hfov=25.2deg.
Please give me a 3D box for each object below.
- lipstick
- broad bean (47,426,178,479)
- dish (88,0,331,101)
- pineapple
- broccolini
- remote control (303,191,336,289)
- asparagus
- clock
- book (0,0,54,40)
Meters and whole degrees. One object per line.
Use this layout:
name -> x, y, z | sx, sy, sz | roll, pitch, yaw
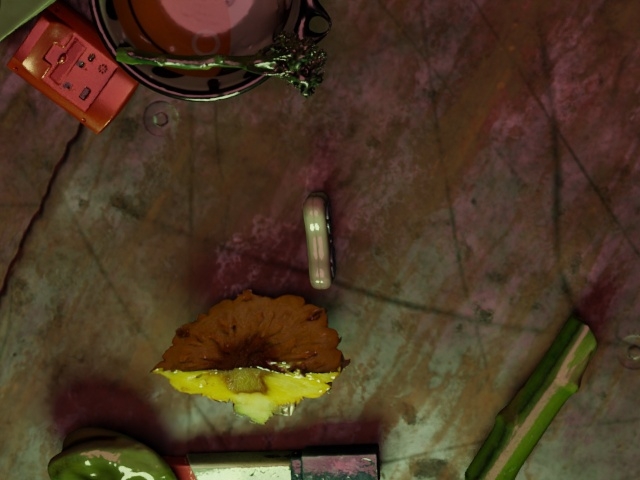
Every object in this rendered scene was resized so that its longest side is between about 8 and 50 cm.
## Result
lipstick -> -0.077, 0.309, 1.932 | 0.312, 0.051, 0.051 | -3, 101, 6
broad bean -> -0.264, 0.332, 1.933 | 0.207, 0.072, 0.153 | 37, 130, -10
dish -> -0.139, -0.317, 1.776 | 0.303, 0.120, 0.303 | 1, 104, 2
pineapple -> -0.068, 0.154, 1.888 | 0.250, 0.139, 0.164 | -7, 142, 21
broccolini -> -0.119, -0.216, 1.713 | 0.254, 0.057, 0.071 | 2, 62, 0
remote control -> 0.000, 0.000, 1.852 | 0.032, 0.074, 0.122 | -5, 102, 8
asparagus -> 0.282, 0.220, 1.883 | 0.067, 0.060, 0.277 | 37, 102, 17
clock -> -0.313, -0.222, 1.842 | 0.155, 0.061, 0.113 | 36, 101, -5
book -> -0.373, -0.398, 1.698 | 0.371, 0.043, 0.260 | -18, 103, 53
